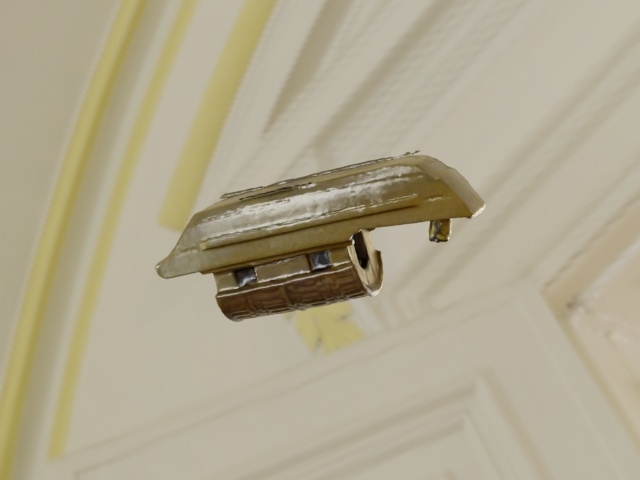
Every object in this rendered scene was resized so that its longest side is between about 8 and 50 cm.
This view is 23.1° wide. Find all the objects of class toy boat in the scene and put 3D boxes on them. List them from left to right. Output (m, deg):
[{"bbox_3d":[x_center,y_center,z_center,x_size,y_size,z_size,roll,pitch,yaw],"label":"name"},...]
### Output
[{"bbox_3d":[0.000,0.000,1.037,0.226,0.088,0.068,-11,8,23],"label":"toy boat"}]
